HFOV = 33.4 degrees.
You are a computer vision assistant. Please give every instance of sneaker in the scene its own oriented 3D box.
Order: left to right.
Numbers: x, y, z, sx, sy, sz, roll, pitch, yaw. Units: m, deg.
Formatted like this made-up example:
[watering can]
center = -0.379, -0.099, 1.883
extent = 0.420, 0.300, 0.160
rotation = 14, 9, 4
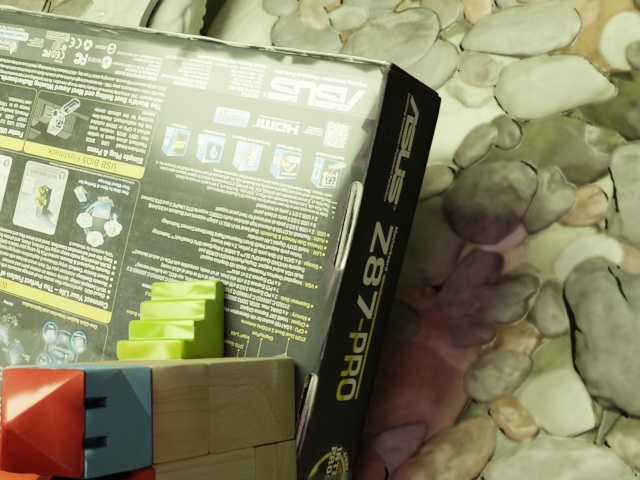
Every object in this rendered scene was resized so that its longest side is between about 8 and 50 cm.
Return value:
[sneaker]
center = -0.141, -0.185, 0.924
extent = 0.090, 0.095, 0.235
rotation = 8, 67, 38

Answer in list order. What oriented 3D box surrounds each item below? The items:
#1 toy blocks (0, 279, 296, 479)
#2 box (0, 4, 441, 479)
[toy blocks]
center = -0.114, 0.204, 0.526
extent = 0.191, 0.261, 0.381
rotation = -3, 84, 27
[box]
center = -0.139, 0.010, 0.756
extent = 0.395, 0.097, 0.318
rotation = 13, 89, 29
